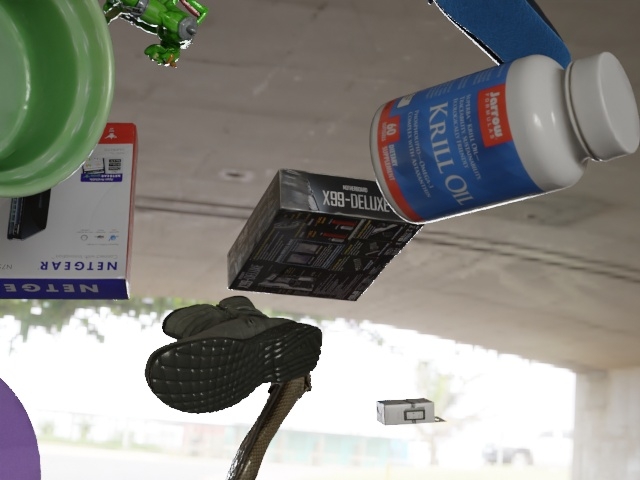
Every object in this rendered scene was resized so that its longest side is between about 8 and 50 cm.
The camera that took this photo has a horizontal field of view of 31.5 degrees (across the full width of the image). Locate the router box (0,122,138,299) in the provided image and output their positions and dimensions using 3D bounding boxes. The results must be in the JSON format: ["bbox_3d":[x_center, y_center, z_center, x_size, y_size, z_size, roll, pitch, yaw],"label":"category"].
[{"bbox_3d":[-0.477,-0.052,1.883,0.335,0.301,0.082,0,-29,-5],"label":"router box"}]

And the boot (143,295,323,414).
[{"bbox_3d":[-0.131,0.122,1.285,0.161,0.084,0.246,17,17,42],"label":"boot"}]

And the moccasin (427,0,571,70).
[{"bbox_3d":[0.226,-0.348,1.646,0.342,0.137,0.117,50,6,-27],"label":"moccasin"}]

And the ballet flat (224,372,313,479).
[{"bbox_3d":[-0.075,0.285,1.664,0.058,0.250,0.084,32,-28,-10],"label":"ballet flat"}]

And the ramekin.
[{"bbox_3d":[-0.399,-0.198,1.296,0.148,0.304,0.303,0,-11,43],"label":"ramekin"}]

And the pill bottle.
[{"bbox_3d":[0.166,-0.096,1.026,0.221,0.124,0.124,-15,-20,33],"label":"pill bottle"}]

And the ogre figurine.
[{"bbox_3d":[-0.212,-0.286,1.443,0.118,0.097,0.197,27,-18,-10],"label":"ogre figurine"}]

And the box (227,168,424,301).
[{"bbox_3d":[0.000,0.000,1.881,0.242,0.077,0.307,6,-29,-18],"label":"box"}]

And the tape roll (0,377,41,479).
[{"bbox_3d":[-0.458,0.269,1.293,0.274,0.275,0.090,1,-5,19],"label":"tape roll"}]

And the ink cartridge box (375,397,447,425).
[{"bbox_3d":[0.117,0.219,1.458,0.083,0.028,0.048,-1,0,-12],"label":"ink cartridge box"}]
